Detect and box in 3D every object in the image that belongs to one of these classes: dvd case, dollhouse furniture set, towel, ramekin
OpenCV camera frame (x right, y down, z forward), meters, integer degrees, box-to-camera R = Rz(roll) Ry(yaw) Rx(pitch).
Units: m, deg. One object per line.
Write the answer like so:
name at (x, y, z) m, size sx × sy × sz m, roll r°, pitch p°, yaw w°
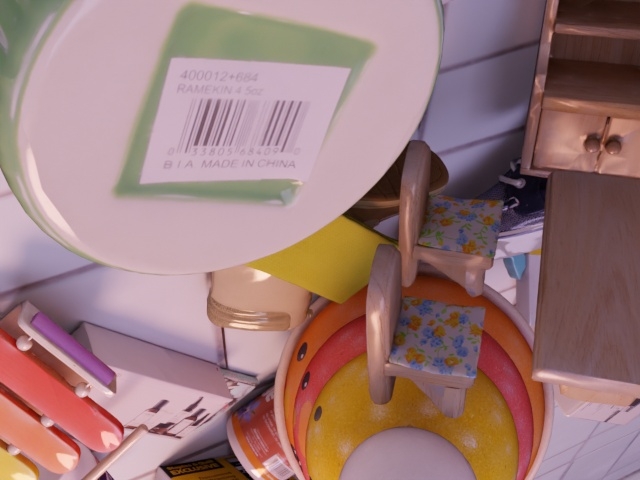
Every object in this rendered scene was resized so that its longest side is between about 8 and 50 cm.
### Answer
dvd case at (-0.152, 0.219, 1.092) m, size 0.119 × 0.013 × 0.087 m, roll -41°, pitch 145°, yaw 14°
dollhouse furniture set at (0.251, -0.059, 0.665) m, size 0.362 × 0.394 × 0.256 m, roll 8°, pitch 136°, yaw 12°
towel at (-0.026, -0.004, 0.752) m, size 0.102 × 0.021 × 0.237 m, roll -39°, pitch 138°, yaw 25°
ramekin at (-0.071, -0.118, 0.499) m, size 0.303 × 0.148 × 0.303 m, roll -20°, pitch 143°, yaw -16°

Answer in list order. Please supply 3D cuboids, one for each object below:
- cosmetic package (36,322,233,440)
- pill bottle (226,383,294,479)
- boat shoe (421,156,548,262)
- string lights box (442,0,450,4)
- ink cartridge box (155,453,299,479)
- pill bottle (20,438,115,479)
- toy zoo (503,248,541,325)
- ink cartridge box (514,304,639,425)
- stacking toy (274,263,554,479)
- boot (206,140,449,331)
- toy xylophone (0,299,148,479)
cosmetic package at (-0.216, 0.174, 0.944) m, size 0.099 × 0.060 × 0.239 m, roll -41°, pitch 145°, yaw 13°
pill bottle at (-0.015, 0.242, 1.130) m, size 0.216 × 0.121 × 0.121 m, roll -35°, pitch 146°, yaw 5°
boat shoe at (0.262, -0.081, 0.955) m, size 0.340 × 0.127 × 0.158 m, roll -13°, pitch 103°, yaw 4°
string lights box at (0.177, -0.296, 0.631) m, size 0.259 × 0.077 × 0.133 m, roll -24°, pitch 146°, yaw -10°
ink cartridge box at (-0.094, 0.412, 1.237) m, size 0.309 × 0.272 × 0.130 m, roll 2°, pitch 103°, yaw -39°
pill bottle at (-0.320, 0.311, 0.997) m, size 0.108 × 0.108 × 0.193 m, roll -23°, pitch 146°, yaw -11°
toy zoo at (0.369, 0.024, 1.102) m, size 0.293 × 0.030 × 0.192 m, roll 5°, pitch 96°, yaw -28°
ink cartridge box at (0.452, 0.197, 1.358) m, size 0.114 × 0.197 × 0.273 m, roll -44°, pitch 144°, yaw 19°
stacking toy at (0.091, 0.197, 0.815) m, size 0.350 × 0.351 × 0.480 m, roll -34°, pitch 175°, yaw 5°
boot at (0.000, 0.000, 0.855) m, size 0.262 × 0.095 × 0.203 m, roll -16°, pitch 143°, yaw -18°
toy xylophone at (-0.320, 0.202, 0.808) m, size 0.236 × 0.081 × 0.323 m, roll 37°, pitch 107°, yaw -18°
